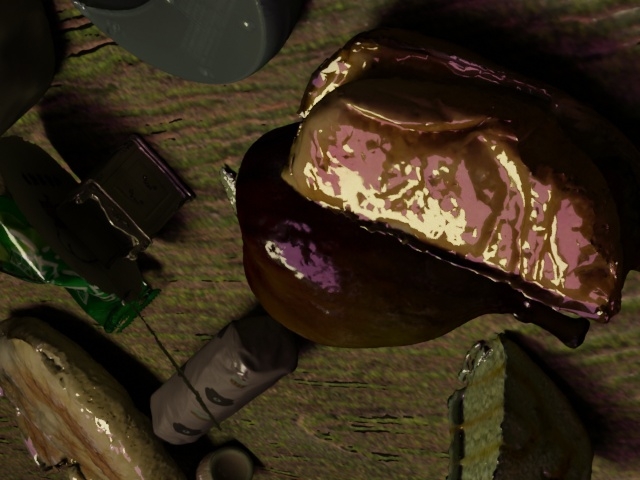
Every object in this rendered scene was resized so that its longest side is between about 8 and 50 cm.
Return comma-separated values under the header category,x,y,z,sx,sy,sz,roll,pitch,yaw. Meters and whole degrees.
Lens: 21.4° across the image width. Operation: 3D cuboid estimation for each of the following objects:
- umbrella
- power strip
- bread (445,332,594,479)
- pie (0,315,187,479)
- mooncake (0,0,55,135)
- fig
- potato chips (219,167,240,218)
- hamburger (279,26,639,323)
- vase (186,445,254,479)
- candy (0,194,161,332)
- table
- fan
category,x,y,z,sx,sy,sz,roll,pitch,yaw
umbrella,-0.105,0.144,1.650,0.073,0.067,0.337,2,161,-21
power strip,-0.087,-0.192,1.161,0.167,0.054,0.253,38,152,-1
bread,0.165,0.160,1.330,0.110,0.156,0.103,10,163,-14
pie,-0.260,0.220,1.904,0.337,0.075,0.337,36,146,29
mooncake,-0.351,-0.187,1.409,0.275,0.135,0.275,33,152,21
fig,0.063,0.019,1.216,0.274,0.145,0.170,23,152,4
potato chips,0.000,0.000,1.367,0.209,0.026,0.142,25,152,29
hamburger,0.096,-0.060,1.079,0.262,0.124,0.131,22,127,21
vase,-0.112,0.254,1.837,0.053,0.053,0.101,43,156,-6
candy,-0.257,0.016,1.648,0.203,0.078,0.141,30,164,-7
table,-0.170,-0.032,1.460,0.079,0.083,0.062,48,151,-14
fan,-0.183,0.037,1.483,0.329,0.009,0.191,53,-169,9
